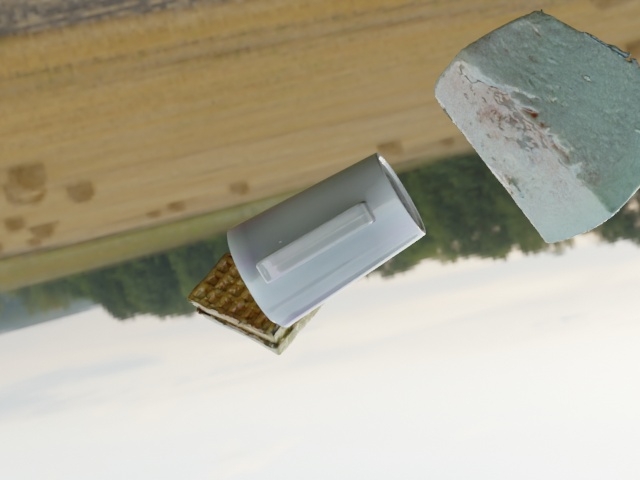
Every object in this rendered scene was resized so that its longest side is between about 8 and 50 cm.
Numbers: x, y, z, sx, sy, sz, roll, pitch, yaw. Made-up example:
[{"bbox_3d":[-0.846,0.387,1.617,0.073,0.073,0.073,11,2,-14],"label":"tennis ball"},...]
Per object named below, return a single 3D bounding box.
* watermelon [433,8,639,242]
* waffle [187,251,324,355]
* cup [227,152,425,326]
[{"bbox_3d":[0.254,-0.169,1.415,0.228,0.258,0.387,-48,-146,9],"label":"watermelon"},{"bbox_3d":[-0.074,0.067,1.390,0.148,0.042,0.102,21,-117,39],"label":"waffle"},{"bbox_3d":[0.000,0.000,0.738,0.116,0.074,0.104,-30,177,12],"label":"cup"}]
